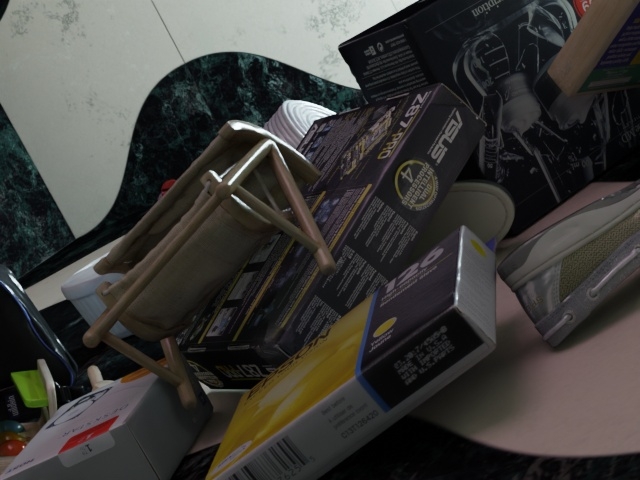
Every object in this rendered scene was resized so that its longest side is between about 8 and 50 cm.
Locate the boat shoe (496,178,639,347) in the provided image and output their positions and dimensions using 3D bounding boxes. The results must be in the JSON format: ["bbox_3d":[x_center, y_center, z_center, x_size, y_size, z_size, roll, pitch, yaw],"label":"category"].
[{"bbox_3d":[0.326,-0.007,1.430,0.320,0.103,0.118,-25,-12,-19],"label":"boat shoe"}]

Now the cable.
[{"bbox_3d":[0.023,-0.127,2.396,0.089,0.257,0.257,-54,8,19],"label":"cable"}]

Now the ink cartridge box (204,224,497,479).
[{"bbox_3d":[0.038,0.113,1.429,0.303,0.072,0.307,-39,11,17],"label":"ink cartridge box"}]

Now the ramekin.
[{"bbox_3d":[-0.316,0.072,2.623,0.273,0.127,0.273,-27,10,5],"label":"ramekin"}]

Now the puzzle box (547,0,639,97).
[{"bbox_3d":[0.504,-0.316,1.888,0.409,0.052,0.272,-12,-34,-37],"label":"puzzle box"}]

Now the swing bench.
[{"bbox_3d":[-0.132,0.011,1.706,0.253,0.165,0.255,-46,23,18],"label":"swing bench"}]

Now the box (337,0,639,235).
[{"bbox_3d":[0.257,-0.212,1.990,0.343,0.312,0.179,-34,12,-28],"label":"box"}]

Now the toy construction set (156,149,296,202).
[{"bbox_3d":[-0.121,0.021,2.225,0.309,0.257,0.237,138,142,-58],"label":"toy construction set"}]

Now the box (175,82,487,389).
[{"bbox_3d":[0.000,0.000,1.819,0.395,0.097,0.318,-58,20,-22],"label":"box"}]

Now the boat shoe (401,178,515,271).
[{"bbox_3d":[0.128,-0.015,1.910,0.319,0.116,0.099,-26,12,40],"label":"boat shoe"}]

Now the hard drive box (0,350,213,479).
[{"bbox_3d":[-0.243,0.236,1.692,0.181,0.089,0.232,-26,10,15],"label":"hard drive box"}]

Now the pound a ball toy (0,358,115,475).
[{"bbox_3d":[-0.385,0.246,2.005,0.208,0.136,0.319,-4,4,-14],"label":"pound a ball toy"}]

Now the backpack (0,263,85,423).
[{"bbox_3d":[-0.537,0.192,2.266,0.263,0.276,0.213,-35,5,-3],"label":"backpack"}]
